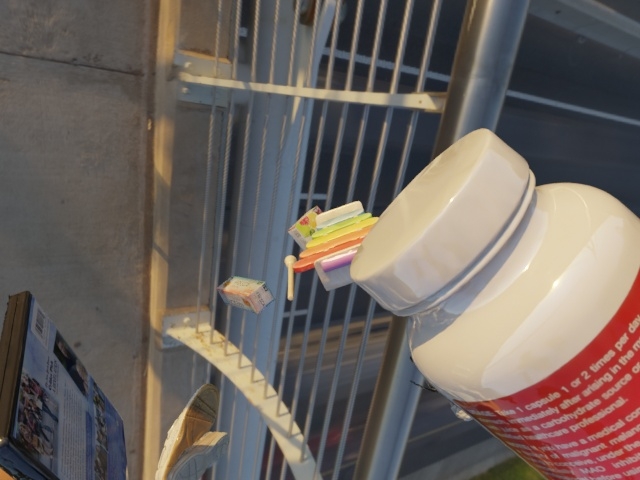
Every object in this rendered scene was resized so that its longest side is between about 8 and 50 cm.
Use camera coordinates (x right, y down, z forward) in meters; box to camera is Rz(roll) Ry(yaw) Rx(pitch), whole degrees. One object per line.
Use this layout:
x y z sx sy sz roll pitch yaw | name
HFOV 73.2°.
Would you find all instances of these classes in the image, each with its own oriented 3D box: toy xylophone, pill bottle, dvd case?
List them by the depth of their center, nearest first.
0.235 0.097 0.403 0.408 0.229 0.229 40 85 -7 | pill bottle
-0.256 0.197 0.447 0.022 0.180 0.253 -20 129 -16 | dvd case
0.026 0.017 0.881 0.236 0.322 0.081 -22 107 -2 | toy xylophone

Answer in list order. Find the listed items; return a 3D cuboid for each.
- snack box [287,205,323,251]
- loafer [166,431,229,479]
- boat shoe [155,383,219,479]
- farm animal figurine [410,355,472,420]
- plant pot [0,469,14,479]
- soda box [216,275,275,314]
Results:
0.000 0.000 1.043 0.141 0.037 0.100 52 49 -9 | snack box
-0.189 0.329 0.653 0.125 0.039 0.045 -11 104 -64 | loafer
-0.374 0.526 1.185 0.098 0.096 0.277 47 44 -27 | boat shoe
0.355 0.246 1.073 0.330 0.172 0.326 38 79 -14 | farm animal figurine
-0.758 0.616 1.064 0.291 0.291 0.203 8 71 -35 | plant pot
-0.195 0.137 1.109 0.063 0.183 0.058 -39 114 -30 | soda box
